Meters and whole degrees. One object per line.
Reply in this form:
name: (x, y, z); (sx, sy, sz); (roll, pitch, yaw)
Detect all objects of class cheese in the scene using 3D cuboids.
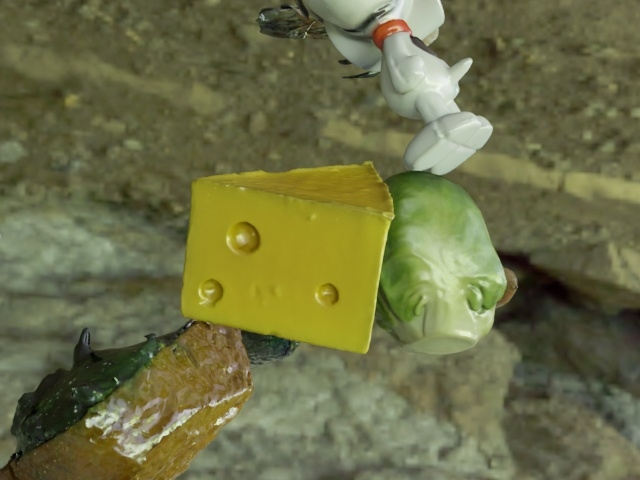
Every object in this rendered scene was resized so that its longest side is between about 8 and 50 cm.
cheese: (0.000, 0.000, 0.823); (0.126, 0.093, 0.171); (11, -165, 14)

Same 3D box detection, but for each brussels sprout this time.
brussels sprout: (0.082, 0.019, 1.012); (0.118, 0.155, 0.155); (-2, 173, -6)

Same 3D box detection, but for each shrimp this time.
shrimp: (0.025, -0.234, 1.424); (0.219, 0.046, 0.152); (5, -147, 10)

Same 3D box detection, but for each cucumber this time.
cucumber: (-0.076, 0.108, 1.322); (0.067, 0.067, 0.245); (6, 168, -14)

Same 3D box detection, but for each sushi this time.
sushi: (-0.177, 0.152, 1.103); (0.140, 0.287, 0.149); (37, 168, 27)

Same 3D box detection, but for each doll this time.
doll: (0.070, -0.191, 1.213); (0.144, 0.271, 0.208); (-35, 176, 21)

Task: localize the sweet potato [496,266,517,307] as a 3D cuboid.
sweet potato: (0.153, 0.042, 1.312); (0.068, 0.060, 0.206); (8, -175, -30)
